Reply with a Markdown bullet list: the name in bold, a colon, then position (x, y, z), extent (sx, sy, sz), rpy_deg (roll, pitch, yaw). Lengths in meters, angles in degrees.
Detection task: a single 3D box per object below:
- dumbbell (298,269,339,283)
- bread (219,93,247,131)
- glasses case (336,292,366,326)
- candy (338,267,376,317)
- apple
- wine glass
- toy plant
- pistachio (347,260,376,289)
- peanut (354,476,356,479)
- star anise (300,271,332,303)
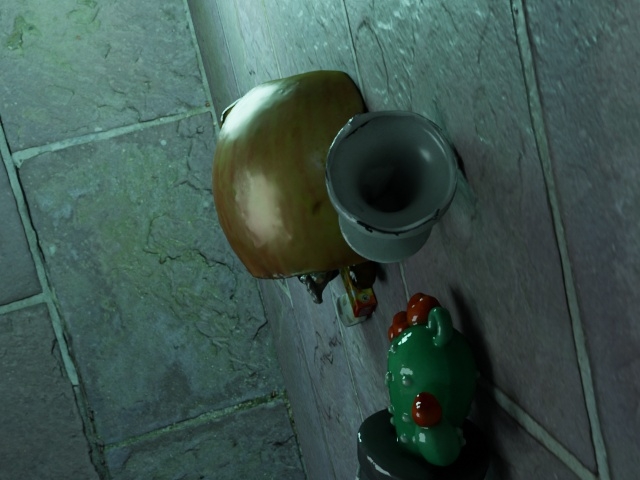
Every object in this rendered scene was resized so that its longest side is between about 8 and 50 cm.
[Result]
- **dumbbell**: position (-0.028, -0.007, 2.322), extent (0.100, 0.100, 0.191), rpy_deg (85, 165, -47)
- **bread**: position (-0.095, -0.181, 2.176), extent (0.104, 0.199, 0.199), rpy_deg (93, 159, -65)
- **glasses case**: position (0.059, 0.132, 2.225), extent (0.164, 0.041, 0.063), rpy_deg (138, 116, -79)
- **candy**: position (0.064, 0.076, 2.117), extent (0.062, 0.038, 0.121), rpy_deg (100, 153, -68)
- **apple**: position (-0.021, -0.110, 1.854), extent (0.252, 0.314, 0.309), rpy_deg (-29, -73, -57)
- **wine glass**: position (0.083, -0.059, 1.459), extent (0.196, 0.165, 0.164), rpy_deg (95, 157, -74)
- **toy plant**: position (0.141, 0.266, 1.571), extent (0.279, 0.186, 0.400), rpy_deg (-52, -27, -63)
- **pistachio**: position (0.068, 0.035, 1.997), extent (0.173, 0.049, 0.089), rpy_deg (-104, -4, -64)
- **peanut**: position (0.129, 0.503, 2.147), extent (0.152, 0.152, 0.313), rpy_deg (-116, 13, -45)
- **star anise**: position (0.001, -0.008, 2.133), extent (0.171, 0.063, 0.208), rpy_deg (99, 179, -53)
